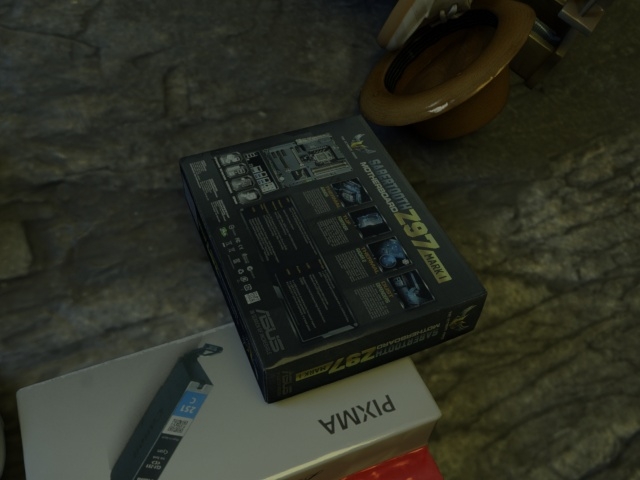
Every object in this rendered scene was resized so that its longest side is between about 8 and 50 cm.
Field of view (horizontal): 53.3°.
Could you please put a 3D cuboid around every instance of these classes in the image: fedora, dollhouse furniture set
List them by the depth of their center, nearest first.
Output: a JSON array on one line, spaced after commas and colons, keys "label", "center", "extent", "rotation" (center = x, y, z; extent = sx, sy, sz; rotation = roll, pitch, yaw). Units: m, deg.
[{"label": "fedora", "center": [0.132, -0.160, 0.635], "extent": [0.194, 0.194, 0.079], "rotation": [-51, 126, -21]}, {"label": "dollhouse furniture set", "center": [0.244, -0.283, 0.660], "extent": [0.129, 0.183, 0.129], "rotation": [36, 69, 1]}]

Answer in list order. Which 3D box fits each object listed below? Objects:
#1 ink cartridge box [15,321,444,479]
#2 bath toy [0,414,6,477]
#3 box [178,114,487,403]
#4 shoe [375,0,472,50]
[{"label": "ink cartridge box", "center": [-0.046, 0.185, 0.466], "extent": [0.296, 0.066, 0.261], "rotation": [-16, 54, -16]}, {"label": "bath toy", "center": [-0.396, 0.126, 0.430], "extent": [0.348, 0.151, 0.129], "rotation": [1, 37, -12]}, {"label": "box", "center": [0.000, 0.000, 0.540], "extent": [0.183, 0.059, 0.232], "rotation": [-17, 53, -16]}, {"label": "shoe", "center": [0.141, -0.253, 0.595], "extent": [0.058, 0.219, 0.076], "rotation": [46, 24, -3]}]
